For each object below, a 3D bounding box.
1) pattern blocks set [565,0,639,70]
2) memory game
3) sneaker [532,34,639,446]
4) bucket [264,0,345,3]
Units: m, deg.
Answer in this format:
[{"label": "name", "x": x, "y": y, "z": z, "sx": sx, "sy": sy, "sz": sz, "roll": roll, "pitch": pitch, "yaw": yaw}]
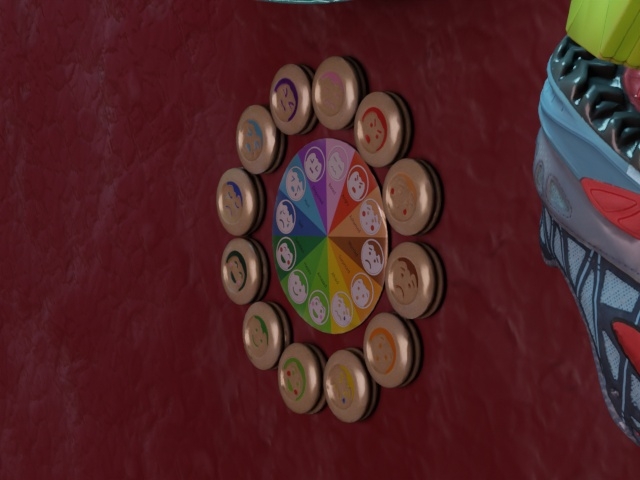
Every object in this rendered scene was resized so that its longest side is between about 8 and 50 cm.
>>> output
[{"label": "pattern blocks set", "x": 0.126, "y": -0.189, "z": 0.503, "sx": 0.325, "sy": 0.026, "sz": 0.285, "roll": -126, "pitch": 52, "yaw": -78}, {"label": "memory game", "x": 0.000, "y": 0.000, "z": 0.867, "sx": 0.186, "sy": 0.012, "sz": 0.186, "roll": 5, "pitch": 96, "yaw": 54}, {"label": "sneaker", "x": 0.160, "y": 0.041, "z": 0.604, "sx": 0.125, "sy": 0.104, "sz": 0.262, "roll": 100, "pitch": 150, "yaw": -47}, {"label": "bucket", "x": -0.032, "y": -0.238, "z": 0.749, "sx": 0.281, "sy": 0.183, "sz": 0.281, "roll": 7, "pitch": 99, "yaw": 54}]
